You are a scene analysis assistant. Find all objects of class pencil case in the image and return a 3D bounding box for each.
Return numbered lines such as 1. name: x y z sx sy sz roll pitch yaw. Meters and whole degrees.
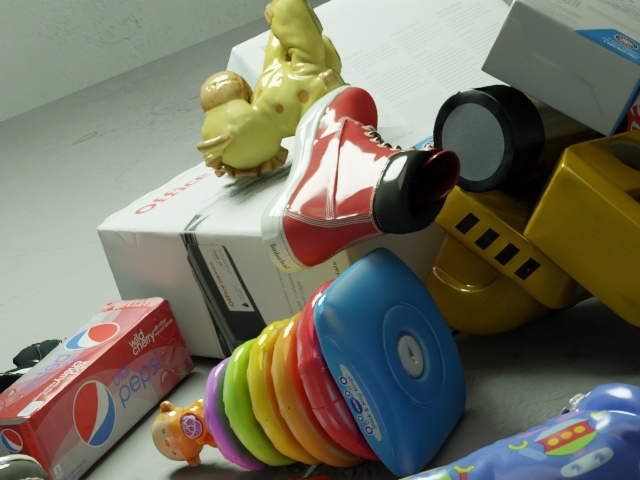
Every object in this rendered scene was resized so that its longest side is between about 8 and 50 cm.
1. pencil case: 0.117 0.198 1.173 0.306 0.119 0.133 -22 47 -13

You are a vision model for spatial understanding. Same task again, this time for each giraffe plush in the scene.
1. giraffe plush: -0.053 -0.140 1.797 0.170 0.181 0.210 -26 51 7

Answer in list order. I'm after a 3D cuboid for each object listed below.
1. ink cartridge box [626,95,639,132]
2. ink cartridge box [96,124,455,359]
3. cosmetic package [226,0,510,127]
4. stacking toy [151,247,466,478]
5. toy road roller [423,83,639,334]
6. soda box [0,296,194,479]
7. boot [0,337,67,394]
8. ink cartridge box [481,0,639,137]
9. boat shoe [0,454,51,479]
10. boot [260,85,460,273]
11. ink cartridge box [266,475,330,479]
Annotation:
1. ink cartridge box: 0.356 -0.185 1.772 0.130 0.310 0.272 -4 24 39
2. ink cartridge box: 0.000 0.000 1.807 0.395 0.166 0.285 2 27 46
3. cosmetic package: 0.110 -0.190 2.111 0.377 0.284 0.097 -30 -22 -32
4. stacking toy: -0.040 0.141 1.498 0.301 0.175 0.166 -21 11 33
5. toy road roller: 0.237 0.006 1.555 0.329 0.241 0.202 40 34 28
6. soda box: -0.236 0.155 1.702 0.083 0.092 0.263 -8 21 32
7. boot: -0.333 0.149 1.898 0.121 0.045 0.099 -14 19 -8
8. ink cartridge box: 0.251 -0.191 1.561 0.134 0.078 0.231 29 30 10
9. boat shoe: -0.338 0.303 1.369 0.335 0.112 0.095 -35 41 -28
10. boot: 0.060 -0.075 1.539 0.176 0.088 0.244 -18 31 28
11. ink cartridge box: -0.124 0.241 1.402 0.189 0.066 0.232 -8 24 30
